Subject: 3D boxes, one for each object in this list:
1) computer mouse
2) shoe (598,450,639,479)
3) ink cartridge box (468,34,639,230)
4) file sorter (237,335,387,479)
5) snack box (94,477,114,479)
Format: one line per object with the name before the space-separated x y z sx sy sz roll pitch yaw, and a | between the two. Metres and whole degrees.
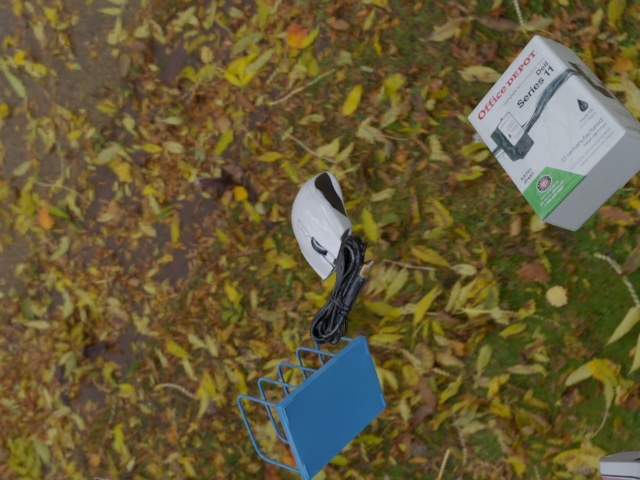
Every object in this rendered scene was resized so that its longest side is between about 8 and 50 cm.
computer mouse | 0.000 0.000 0.761 0.193 0.042 0.106 -109 32 -52
shoe | 0.343 0.254 0.780 0.063 0.178 0.081 -11 80 -15
ink cartridge box | 0.306 -0.142 1.030 0.153 0.086 0.208 -53 45 30
file sorter | -0.012 0.217 1.087 0.104 0.170 0.118 5 120 46
snack box | -0.127 0.272 0.522 0.174 0.207 0.070 -6 137 39
